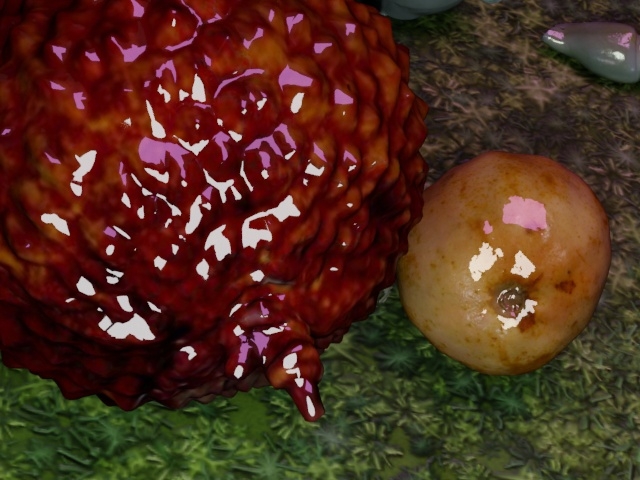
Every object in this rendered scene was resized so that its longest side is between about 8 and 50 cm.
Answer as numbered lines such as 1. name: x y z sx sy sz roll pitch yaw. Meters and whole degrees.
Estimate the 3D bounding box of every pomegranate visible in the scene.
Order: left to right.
1. pomegranate: 0.168 0.021 1.655 0.207 0.207 0.207 11 43 -10

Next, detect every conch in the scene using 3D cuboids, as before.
1. conch: 0.345 -0.224 2.078 0.180 0.065 0.088 15 43 7

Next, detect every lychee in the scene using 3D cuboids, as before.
1. lychee: -0.111 -0.052 1.466 0.424 0.425 0.500 -14 48 -32

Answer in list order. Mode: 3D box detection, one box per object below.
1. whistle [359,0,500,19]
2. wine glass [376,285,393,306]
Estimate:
1. whistle: 0.084 -0.345 2.039 0.289 0.163 0.163 30 43 9
2. wine glass: 0.000 0.000 1.707 0.072 0.072 0.155 -17 54 -34
